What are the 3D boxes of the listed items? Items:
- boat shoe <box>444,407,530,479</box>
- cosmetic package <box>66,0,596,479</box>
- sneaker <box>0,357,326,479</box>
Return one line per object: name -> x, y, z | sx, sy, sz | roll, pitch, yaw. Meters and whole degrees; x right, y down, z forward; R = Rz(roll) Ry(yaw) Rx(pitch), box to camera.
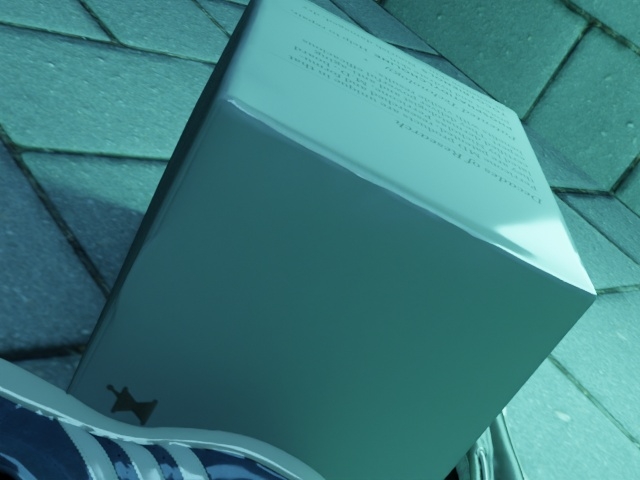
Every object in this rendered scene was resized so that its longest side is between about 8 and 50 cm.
boat shoe -> 0.135, 0.193, 0.908 | 0.096, 0.112, 0.335 | 23, 30, -28
cosmetic package -> 0.000, 0.000, 0.853 | 0.328, 0.329, 0.393 | 26, 27, -12
sneaker -> -0.140, 0.203, 0.595 | 0.350, 0.131, 0.148 | 20, 35, -11
